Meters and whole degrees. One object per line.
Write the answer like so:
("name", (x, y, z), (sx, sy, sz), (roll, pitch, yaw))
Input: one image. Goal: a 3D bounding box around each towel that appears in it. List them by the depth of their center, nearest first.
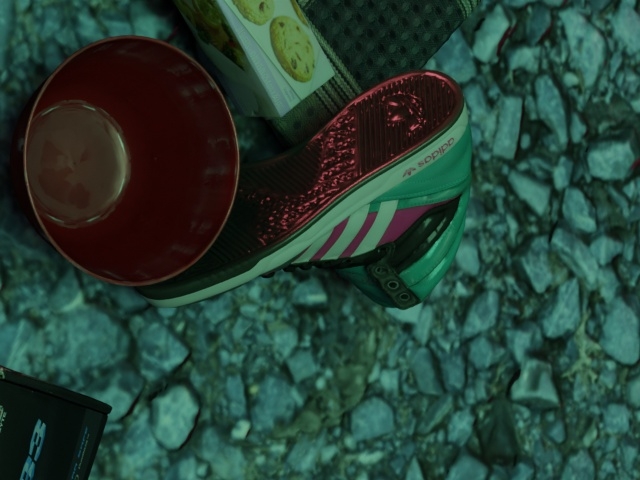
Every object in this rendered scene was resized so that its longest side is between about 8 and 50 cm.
("towel", (-0.007, -0.263, 1.527), (0.312, 0.056, 0.324), (-49, 119, -22))

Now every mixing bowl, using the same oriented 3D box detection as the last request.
("mixing bowl", (-0.161, -0.059, 1.376), (0.181, 0.098, 0.181), (-1, 91, -37))

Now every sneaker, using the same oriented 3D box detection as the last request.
("sneaker", (0.000, 0.000, 1.488), (0.295, 0.124, 0.178), (-29, 138, -5))

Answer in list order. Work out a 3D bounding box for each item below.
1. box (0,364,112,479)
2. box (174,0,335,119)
("box", (-0.243, 0.226, 1.213), (0.073, 0.293, 0.295), (17, 82, 9))
("box", (-0.098, -0.240, 1.391), (0.067, 0.063, 0.324), (-41, 115, -27))
